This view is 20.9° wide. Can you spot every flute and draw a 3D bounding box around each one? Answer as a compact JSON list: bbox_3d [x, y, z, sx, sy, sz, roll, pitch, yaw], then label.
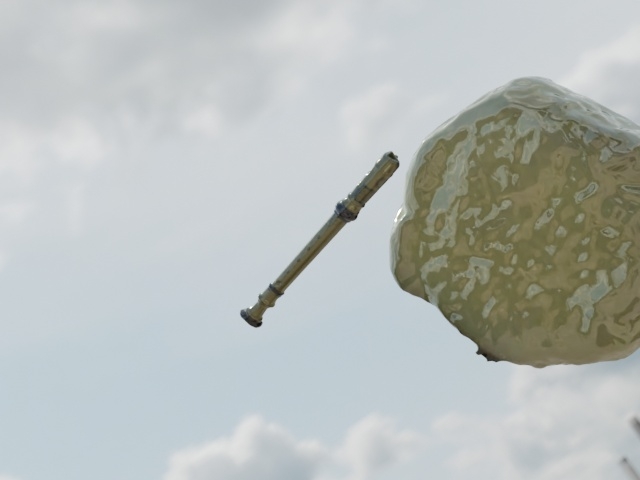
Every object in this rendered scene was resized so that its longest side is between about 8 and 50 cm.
[{"bbox_3d":[0.000,0.000,1.669,0.233,0.027,0.027,-48,-21,25],"label":"flute"}]

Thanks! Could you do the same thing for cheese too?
[{"bbox_3d":[0.227,-0.011,1.858,0.326,0.318,0.115,-19,1,35],"label":"cheese"}]
